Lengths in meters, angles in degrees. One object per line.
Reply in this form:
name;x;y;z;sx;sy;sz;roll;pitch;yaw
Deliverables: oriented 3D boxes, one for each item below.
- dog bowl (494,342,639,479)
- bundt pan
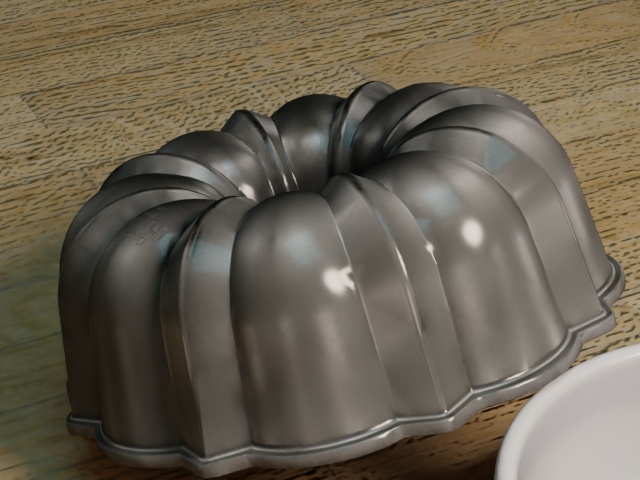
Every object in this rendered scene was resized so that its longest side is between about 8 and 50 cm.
dog bowl;0.214;0.162;0.923;0.265;0.104;0.265;0;32;0
bundt pan;0.000;0.000;1.068;0.330;0.124;0.331;-12;18;4
